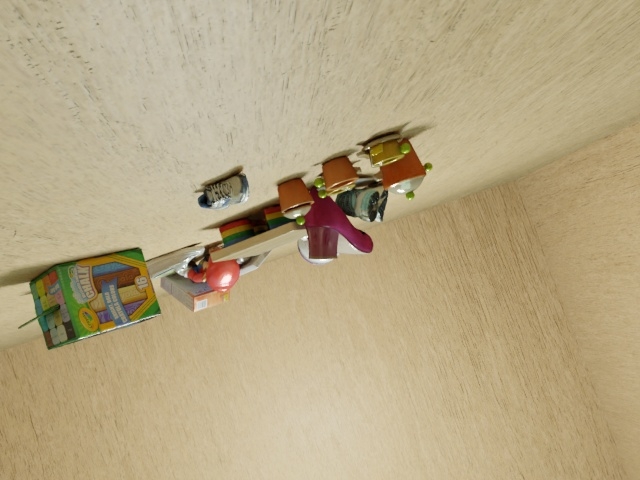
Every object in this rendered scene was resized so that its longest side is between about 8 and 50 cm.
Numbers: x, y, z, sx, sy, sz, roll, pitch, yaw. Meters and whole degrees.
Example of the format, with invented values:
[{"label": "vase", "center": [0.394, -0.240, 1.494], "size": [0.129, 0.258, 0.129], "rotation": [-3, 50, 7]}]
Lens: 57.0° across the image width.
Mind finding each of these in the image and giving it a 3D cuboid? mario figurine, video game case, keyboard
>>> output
[{"label": "mario figurine", "center": [-0.368, 0.069, 2.007], "size": [0.198, 0.170, 0.321], "rotation": [-55, -159, -19]}, {"label": "video game case", "center": [-0.236, 0.052, 2.092], "size": [0.227, 0.026, 0.206], "rotation": [-24, -157, 47]}, {"label": "keyboard", "center": [0.068, -0.145, 1.502], "size": [0.072, 0.014, 0.256], "rotation": [-23, 178, 22]}]

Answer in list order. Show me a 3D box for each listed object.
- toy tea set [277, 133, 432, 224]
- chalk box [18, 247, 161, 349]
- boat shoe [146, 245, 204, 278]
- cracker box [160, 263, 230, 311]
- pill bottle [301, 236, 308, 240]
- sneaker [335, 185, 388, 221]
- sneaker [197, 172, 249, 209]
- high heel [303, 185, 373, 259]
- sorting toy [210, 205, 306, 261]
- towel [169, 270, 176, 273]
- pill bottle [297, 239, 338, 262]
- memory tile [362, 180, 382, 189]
[{"label": "toy tea set", "center": [0.073, -0.111, 1.259], "size": [0.336, 0.124, 0.200], "rotation": [-21, 175, 31]}, {"label": "chalk box", "center": [-0.570, 0.146, 1.415], "size": [0.180, 0.179, 0.289], "rotation": [-21, 175, 41]}, {"label": "boat shoe", "center": [-0.430, 0.066, 1.764], "size": [0.184, 0.063, 0.066], "rotation": [-18, 176, -3]}, {"label": "cracker box", "center": [-0.463, 0.170, 2.169], "size": [0.156, 0.067, 0.232], "rotation": [-15, -148, -41]}, {"label": "pill bottle", "center": [-0.029, -0.051, 1.890], "size": [0.152, 0.086, 0.086], "rotation": [-19, 176, 3]}, {"label": "sneaker", "center": [0.120, -0.116, 1.700], "size": [0.122, 0.109, 0.283], "rotation": [12, -175, 16]}, {"label": "sneaker", "center": [-0.175, -0.081, 1.052], "size": [0.058, 0.052, 0.135], "rotation": [-10, 171, -40]}, {"label": "high heel", "center": [0.063, -0.050, 1.591], "size": [0.127, 0.181, 0.377], "rotation": [1, -177, 19]}, {"label": "sorting toy", "center": [-0.140, -0.031, 1.613], "size": [0.257, 0.089, 0.255], "rotation": [-20, 176, 22]}, {"label": "towel", "center": [-0.558, 0.112, 2.072], "size": [0.110, 0.027, 0.148], "rotation": [-18, 176, -6]}, {"label": "pill bottle", "center": [0.000, 0.000, 2.142], "size": [0.170, 0.169, 0.301], "rotation": [-19, 176, -5]}, {"label": "memory tile", "center": [0.183, -0.170, 1.788], "size": [0.113, 0.012, 0.148], "rotation": [-17, 176, -28]}]
